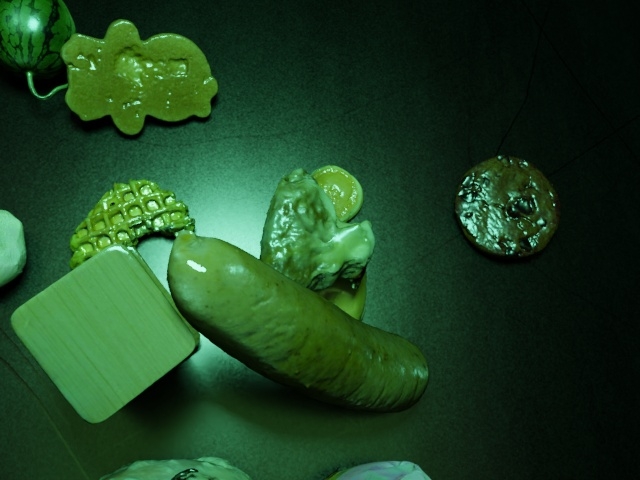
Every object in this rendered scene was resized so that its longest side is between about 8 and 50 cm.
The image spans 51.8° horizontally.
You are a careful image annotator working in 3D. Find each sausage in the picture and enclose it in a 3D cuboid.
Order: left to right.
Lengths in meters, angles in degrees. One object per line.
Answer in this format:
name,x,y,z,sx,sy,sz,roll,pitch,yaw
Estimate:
sausage,-0.004,0.134,0.847,0.123,0.500,0.136,-21,55,31

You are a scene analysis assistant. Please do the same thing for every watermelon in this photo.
watermelon,-0.463,-0.316,1.058,0.140,0.141,0.188,-4,74,-9

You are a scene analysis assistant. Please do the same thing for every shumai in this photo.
shumai,0.000,0.000,0.929,0.152,0.162,0.210,15,40,3

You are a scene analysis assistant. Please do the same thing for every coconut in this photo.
coconut,-0.491,0.019,0.965,0.110,0.110,0.125,-7,70,-10

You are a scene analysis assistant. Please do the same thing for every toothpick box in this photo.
toothpick box,-0.268,0.116,0.842,0.190,0.308,0.188,-36,93,-16

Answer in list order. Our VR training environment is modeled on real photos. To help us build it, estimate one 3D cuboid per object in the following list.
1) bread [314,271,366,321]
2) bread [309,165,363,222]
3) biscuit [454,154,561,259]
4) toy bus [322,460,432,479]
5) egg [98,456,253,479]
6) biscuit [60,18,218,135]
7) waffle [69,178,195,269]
bread,-0.007,0.072,1.029,0.173,0.085,0.134,12,71,-4
bread,0.019,-0.076,1.112,0.109,0.024,0.110,2,73,-7
biscuit,0.323,-0.060,1.139,0.191,0.049,0.192,2,69,-5
toy bus,0.130,0.472,0.853,0.171,0.162,0.387,-10,69,-49
egg,-0.203,0.403,0.810,0.310,0.279,0.279,-9,73,-29
biscuit,-0.291,-0.266,1.080,0.248,0.035,0.184,-6,111,-17
waffle,-0.298,-0.009,1.032,0.149,0.051,0.194,34,72,3
